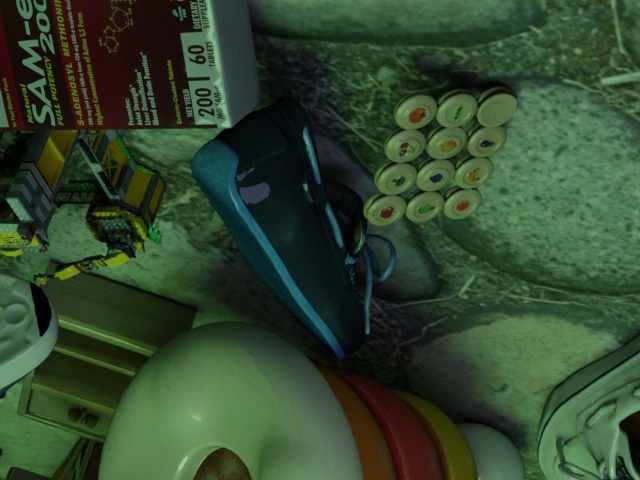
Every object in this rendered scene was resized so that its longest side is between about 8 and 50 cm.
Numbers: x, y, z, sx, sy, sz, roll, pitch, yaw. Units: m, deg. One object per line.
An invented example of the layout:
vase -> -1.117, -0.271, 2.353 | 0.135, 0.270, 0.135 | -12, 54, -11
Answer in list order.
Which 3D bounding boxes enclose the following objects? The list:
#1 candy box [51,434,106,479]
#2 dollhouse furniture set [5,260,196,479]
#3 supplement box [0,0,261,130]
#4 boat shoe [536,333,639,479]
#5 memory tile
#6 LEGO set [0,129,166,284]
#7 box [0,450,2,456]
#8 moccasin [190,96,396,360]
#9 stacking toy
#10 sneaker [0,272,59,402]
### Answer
candy box -> -0.297, 0.344, 2.068 | 0.087, 0.183, 0.316 | 24, 145, -12
dollhouse furniture set -> -0.284, 0.268, 1.767 | 0.362, 0.394, 0.256 | 19, 145, -4
supplement box -> -0.178, -0.162, 1.360 | 0.239, 0.073, 0.130 | 0, 113, 22
boat shoe -> 0.319, 0.208, 1.646 | 0.136, 0.156, 0.367 | 25, 144, -12
memory tile -> 0.103, -0.070, 1.402 | 0.113, 0.012, 0.148 | -5, 135, -21
LEGO set -> -0.325, -0.029, 1.544 | 0.331, 0.192, 0.255 | 6, 144, 15
box -> -0.566, 0.298, 2.131 | 0.247, 0.163, 0.142 | 38, 137, -29
moccasin -> 0.000, 0.000, 1.472 | 0.137, 0.117, 0.342 | 42, 169, 28
stacking toy -> 0.042, 0.264, 1.695 | 0.350, 0.351, 0.480 | -19, 164, 40
sneaker -> -0.370, 0.154, 1.585 | 0.322, 0.130, 0.236 | -19, 149, 6
